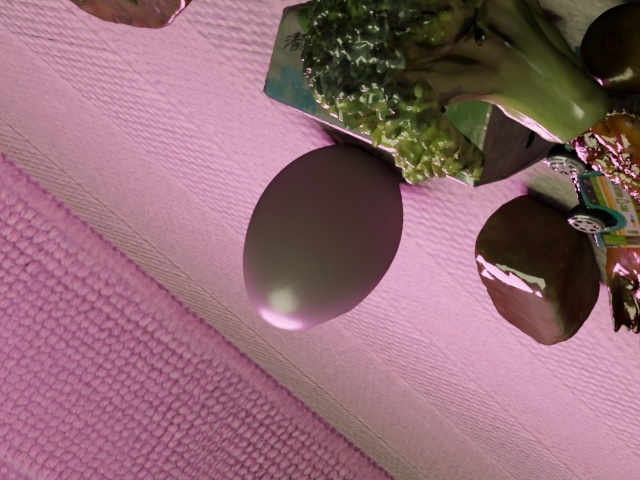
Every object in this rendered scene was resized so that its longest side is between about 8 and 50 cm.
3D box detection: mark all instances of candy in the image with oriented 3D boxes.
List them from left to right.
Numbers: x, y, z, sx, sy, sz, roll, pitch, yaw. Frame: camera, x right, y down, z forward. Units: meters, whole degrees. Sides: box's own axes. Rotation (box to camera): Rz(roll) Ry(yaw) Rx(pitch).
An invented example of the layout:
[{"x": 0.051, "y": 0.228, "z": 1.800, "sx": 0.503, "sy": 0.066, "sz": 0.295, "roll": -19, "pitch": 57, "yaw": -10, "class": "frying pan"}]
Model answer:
[{"x": 0.243, "y": 0.038, "z": 2.140, "sx": 0.104, "sy": 0.102, "sz": 0.234, "roll": 27, "pitch": 165, "yaw": 22, "class": "candy"}]

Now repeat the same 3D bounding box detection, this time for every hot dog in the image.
[{"x": 0.282, "y": -0.051, "z": 1.544, "sx": 0.191, "sy": 0.059, "sz": 0.108, "roll": 32, "pitch": 158, "yaw": -15, "class": "hot dog"}]

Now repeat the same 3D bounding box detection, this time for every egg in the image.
[{"x": 0.000, "y": 0.000, "z": 2.289, "sx": 0.176, "sy": 0.232, "sz": 0.176, "roll": 25, "pitch": 164, "yaw": 8, "class": "egg"}]

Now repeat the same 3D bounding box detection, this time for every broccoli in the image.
[{"x": 0.115, "y": -0.159, "z": 1.453, "sx": 0.243, "sy": 0.247, "sz": 0.263, "roll": 32, "pitch": -155, "yaw": -20, "class": "broccoli"}]

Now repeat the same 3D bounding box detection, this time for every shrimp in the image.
[{"x": 0.344, "y": 0.086, "z": 2.003, "sx": 0.150, "sy": 0.068, "sz": 0.249, "roll": -130, "pitch": 25, "yaw": -54, "class": "shrimp"}]

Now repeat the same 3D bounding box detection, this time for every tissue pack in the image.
[{"x": 0.094, "y": -0.163, "z": 1.700, "sx": 0.229, "sy": 0.145, "sz": 0.159, "roll": 26, "pitch": -152, "yaw": 29, "class": "tissue pack"}]

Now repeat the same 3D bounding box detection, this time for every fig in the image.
[{"x": 0.249, "y": -0.150, "z": 1.524, "sx": 0.074, "sy": 0.074, "sz": 0.088, "roll": 24, "pitch": -168, "yaw": 34, "class": "fig"}]

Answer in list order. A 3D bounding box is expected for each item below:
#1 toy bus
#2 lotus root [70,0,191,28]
[{"x": 0.264, "y": -0.075, "z": 1.693, "sx": 0.109, "sy": 0.091, "sz": 0.262, "roll": 4, "pitch": 158, "yaw": 19, "class": "toy bus"}, {"x": -0.272, "y": -0.363, "z": 1.908, "sx": 0.390, "sy": 0.111, "sz": 0.375, "roll": 31, "pitch": 162, "yaw": 13, "class": "lotus root"}]
